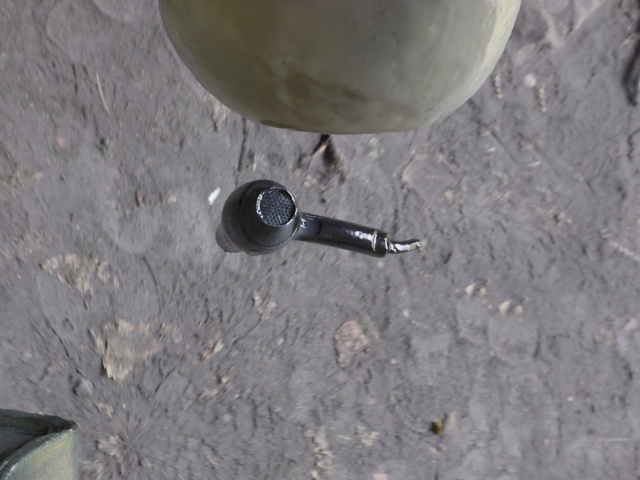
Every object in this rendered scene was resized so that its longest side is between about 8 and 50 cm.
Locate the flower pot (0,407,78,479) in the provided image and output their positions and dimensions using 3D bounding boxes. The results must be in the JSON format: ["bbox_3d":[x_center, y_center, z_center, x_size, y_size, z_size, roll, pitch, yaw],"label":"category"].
[{"bbox_3d":[-0.186,0.159,0.481,0.103,0.229,0.108,5,99,3],"label":"flower pot"}]

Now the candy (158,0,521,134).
[{"bbox_3d":[0.040,-0.310,1.122,0.386,0.186,0.426,13,111,-13],"label":"candy"}]

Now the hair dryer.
[{"bbox_3d":[0.000,0.000,1.344,0.272,0.235,0.091,14,77,-15],"label":"hair dryer"}]
